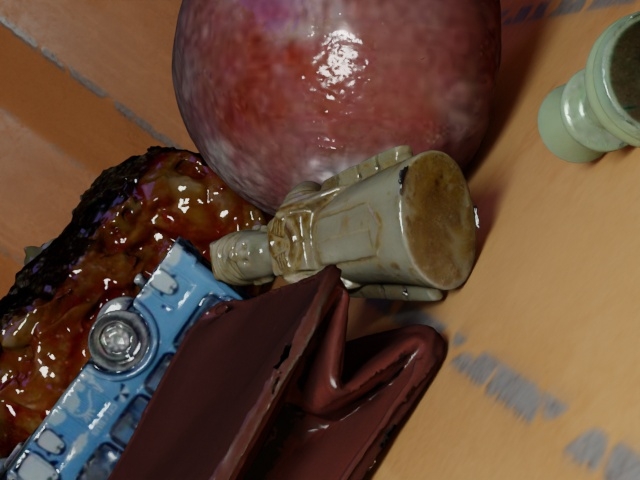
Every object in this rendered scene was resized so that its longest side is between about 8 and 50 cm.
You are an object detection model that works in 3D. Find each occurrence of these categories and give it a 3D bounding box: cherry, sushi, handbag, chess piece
[{"bbox_3d":[0.009,-0.125,1.036,0.285,0.212,0.236,-106,12,-56],"label":"cherry"},{"bbox_3d":[-0.179,0.070,1.330,0.343,0.196,0.182,-57,3,-17],"label":"sushi"},{"bbox_3d":[-0.064,0.149,0.846,0.275,0.084,0.260,-57,13,-16],"label":"handbag"},{"bbox_3d":[0.130,-0.063,0.722,0.059,0.059,0.149,-55,5,-9],"label":"chess piece"}]

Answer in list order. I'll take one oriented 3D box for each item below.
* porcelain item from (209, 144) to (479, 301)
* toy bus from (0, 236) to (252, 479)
[{"bbox_3d":[0.000,0.000,0.912,0.213,0.054,0.084,-10,84,53],"label":"porcelain item"},{"bbox_3d":[-0.140,0.148,1.043,0.297,0.131,0.106,-53,5,0],"label":"toy bus"}]
